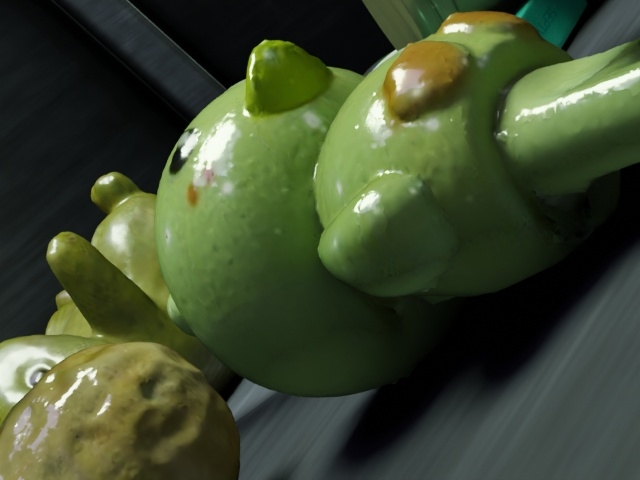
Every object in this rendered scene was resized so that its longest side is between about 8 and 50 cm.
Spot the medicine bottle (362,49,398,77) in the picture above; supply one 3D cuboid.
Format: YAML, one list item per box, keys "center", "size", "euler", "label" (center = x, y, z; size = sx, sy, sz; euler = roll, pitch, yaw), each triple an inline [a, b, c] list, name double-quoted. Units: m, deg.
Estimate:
- center: [0.074, -0.136, 1.313]
  size: [0.115, 0.078, 0.219]
  euler: [-49, 5, 3]
  label: "medicine bottle"

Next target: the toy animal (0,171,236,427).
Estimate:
- center: [-0.176, 0.103, 0.984]
  size: [0.181, 0.180, 0.363]
  euler: [-53, 0, 32]
  label: "toy animal"

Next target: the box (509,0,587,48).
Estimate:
- center: [0.080, -0.074, 0.955]
  size: [0.226, 0.042, 0.161]
  euler: [-44, 5, 41]
  label: "box"

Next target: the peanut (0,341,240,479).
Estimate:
- center: [-0.124, 0.152, 0.602]
  size: [0.236, 0.110, 0.120]
  euler: [-55, 27, -5]
  label: "peanut"

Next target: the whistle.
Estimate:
- center: [0.033, -0.034, 0.494]
  size: [0.294, 0.141, 0.141]
  euler: [-41, 8, 48]
  label: "whistle"

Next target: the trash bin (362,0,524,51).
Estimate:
- center: [0.142, -0.241, 0.988]
  size: [0.247, 0.121, 0.243]
  euler: [-37, -5, 3]
  label: "trash bin"
